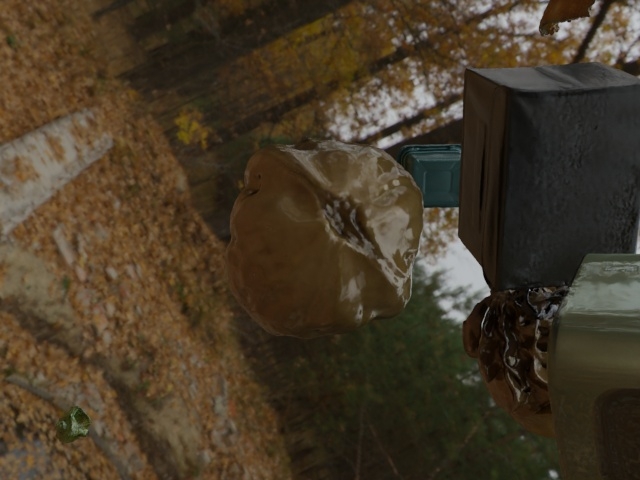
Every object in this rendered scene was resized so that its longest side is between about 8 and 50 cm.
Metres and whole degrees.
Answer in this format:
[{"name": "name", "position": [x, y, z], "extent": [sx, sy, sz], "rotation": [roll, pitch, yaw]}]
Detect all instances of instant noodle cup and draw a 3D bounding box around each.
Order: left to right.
[{"name": "instant noodle cup", "position": [0.268, -0.145, 1.750], "extent": [0.070, 0.179, 0.157], "rotation": [-114, -157, -70]}]

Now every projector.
[{"name": "projector", "position": [0.417, 0.160, 0.840], "extent": [0.248, 0.249, 0.248], "rotation": [-43, 125, -50]}]

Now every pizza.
[{"name": "pizza", "position": [0.561, -0.549, 1.569], "extent": [0.056, 0.271, 0.134], "rotation": [14, 24, -33]}]

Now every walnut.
[{"name": "walnut", "position": [-0.003, 0.003, 1.260], "extent": [0.383, 0.383, 0.383], "rotation": [63, -2, 4]}]

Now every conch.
[{"name": "conch", "position": [-0.587, 0.438, 1.766], "extent": [0.074, 0.089, 0.121], "rotation": [18, -9, 28]}]

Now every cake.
[{"name": "cake", "position": [0.476, 0.216, 1.565], "extent": [0.321, 0.332, 0.332], "rotation": [49, 8, -41]}]

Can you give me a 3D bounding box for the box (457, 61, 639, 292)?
[{"name": "box", "position": [0.386, -0.115, 1.253], "extent": [0.204, 0.251, 0.345], "rotation": [-108, -166, -65]}]
